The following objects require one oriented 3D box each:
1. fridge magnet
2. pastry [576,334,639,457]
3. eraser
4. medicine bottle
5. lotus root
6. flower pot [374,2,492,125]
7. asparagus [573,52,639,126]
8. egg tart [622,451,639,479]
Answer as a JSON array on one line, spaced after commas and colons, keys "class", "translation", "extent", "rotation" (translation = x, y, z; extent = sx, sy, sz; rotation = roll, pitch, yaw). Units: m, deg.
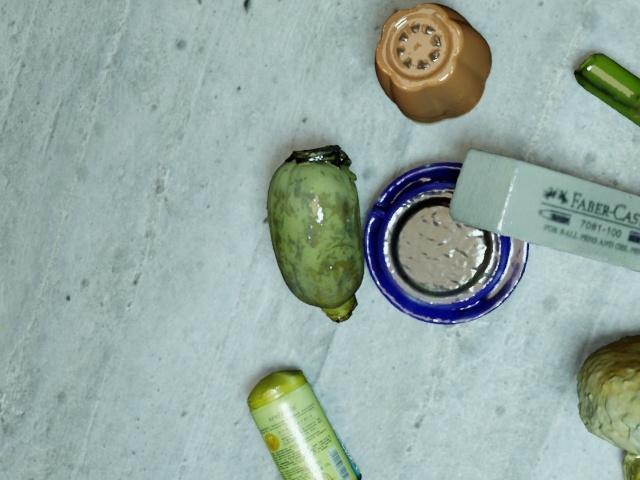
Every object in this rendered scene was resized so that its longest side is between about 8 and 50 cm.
[{"class": "fridge magnet", "translation": [0.198, 0.006, 1.172], "extent": [0.266, 0.113, 0.265], "rotation": [1, 95, 16]}, {"class": "pastry", "translation": [0.514, 0.210, 0.985], "extent": [0.330, 0.330, 0.136], "rotation": [-1, 95, 17]}, {"class": "eraser", "translation": [0.371, -0.036, 1.076], "extent": [0.353, 0.077, 0.111], "rotation": [14, 98, -14]}, {"class": "medicine bottle", "translation": [-0.036, 0.340, 1.259], "extent": [0.124, 0.124, 0.238], "rotation": [-30, 82, 16]}, {"class": "lotus root", "translation": [0.000, 0.000, 1.201], "extent": [0.173, 0.173, 0.309], "rotation": [-3, 109, 18]}, {"class": "flower pot", "translation": [0.166, -0.286, 1.142], "extent": [0.191, 0.173, 0.190], "rotation": [0, 91, 19]}, {"class": "asparagus", "translation": [0.507, -0.187, 1.095], "extent": [0.278, 0.067, 0.060], "rotation": [40, 74, 8]}, {"class": "egg tart", "translation": [0.527, 0.377, 1.050], "extent": [0.213, 0.090, 0.212], "rotation": [33, 143, 30]}]
